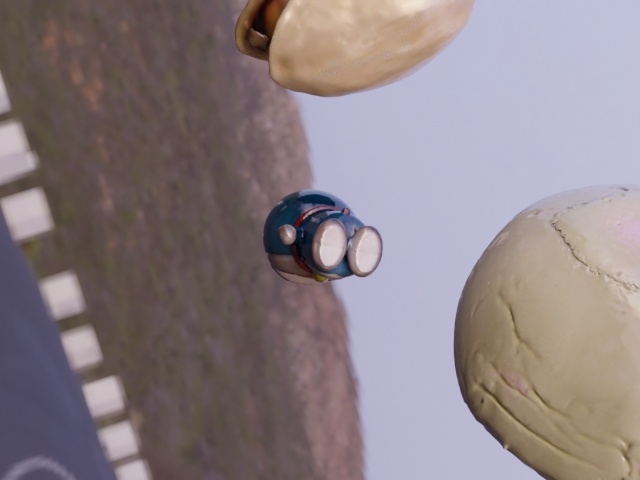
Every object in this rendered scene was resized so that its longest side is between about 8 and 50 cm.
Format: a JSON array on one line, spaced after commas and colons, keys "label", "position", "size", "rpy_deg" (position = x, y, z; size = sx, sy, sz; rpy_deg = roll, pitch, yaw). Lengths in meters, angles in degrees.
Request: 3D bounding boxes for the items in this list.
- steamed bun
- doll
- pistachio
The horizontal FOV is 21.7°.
[{"label": "steamed bun", "position": [0.296, 0.075, 1.614], "size": [0.312, 0.334, 0.233], "rpy_deg": [29, -49, 13]}, {"label": "doll", "position": [0.000, 0.000, 1.451], "size": [0.152, 0.114, 0.085], "rpy_deg": [-164, -94, -69]}, {"label": "pistachio", "position": [0.037, -0.214, 1.503], "size": [0.157, 0.229, 0.157], "rpy_deg": [56, -12, 19]}]
